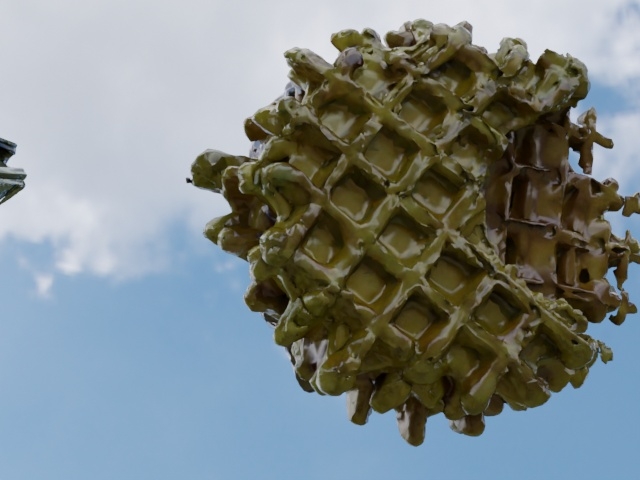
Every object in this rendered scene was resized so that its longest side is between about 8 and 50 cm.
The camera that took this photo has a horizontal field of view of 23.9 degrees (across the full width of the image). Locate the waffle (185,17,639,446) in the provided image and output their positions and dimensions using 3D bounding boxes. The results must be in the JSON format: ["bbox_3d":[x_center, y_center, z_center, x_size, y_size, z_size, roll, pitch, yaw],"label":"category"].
[{"bbox_3d":[0.055,-0.011,0.689,0.197,0.193,0.070,-23,-7,-18],"label":"waffle"}]

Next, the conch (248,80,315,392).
[{"bbox_3d":[0.003,0.000,0.871,0.080,0.086,0.233,9,-63,29],"label":"conch"}]

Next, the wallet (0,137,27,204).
[{"bbox_3d":[-0.250,-0.016,0.838,0.155,0.039,0.110,-26,-20,18],"label":"wallet"}]
